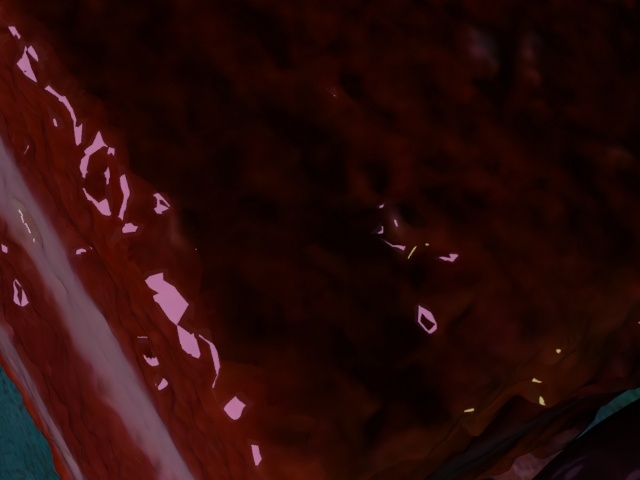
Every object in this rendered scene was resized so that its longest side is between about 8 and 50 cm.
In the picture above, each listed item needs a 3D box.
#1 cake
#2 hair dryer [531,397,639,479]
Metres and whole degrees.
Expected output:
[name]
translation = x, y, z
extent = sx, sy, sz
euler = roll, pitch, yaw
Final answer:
[cake]
translation = 0.000, 0.000, 0.728
extent = 0.270, 0.269, 0.319
euler = 59, 155, 11
[hair dryer]
translation = 0.098, 0.151, 0.735
extent = 0.123, 0.312, 0.340
euler = 62, 176, 3
